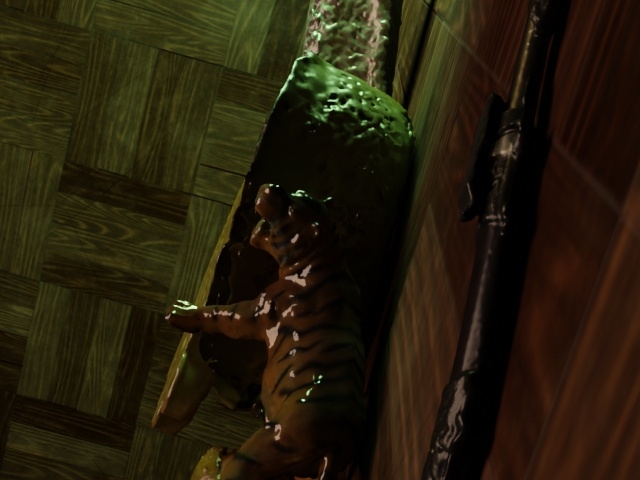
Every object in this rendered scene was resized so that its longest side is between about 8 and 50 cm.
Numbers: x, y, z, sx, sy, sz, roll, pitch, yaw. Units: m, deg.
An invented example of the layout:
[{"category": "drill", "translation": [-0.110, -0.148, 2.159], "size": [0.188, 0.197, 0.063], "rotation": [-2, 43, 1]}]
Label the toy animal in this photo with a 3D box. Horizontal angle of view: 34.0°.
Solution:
[{"category": "toy animal", "translation": [-0.010, 0.099, 0.560], "size": [0.116, 0.114, 0.255], "rotation": [-40, 36, 29]}]

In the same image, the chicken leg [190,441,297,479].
[{"category": "chicken leg", "translation": [-0.054, 0.236, 0.689], "size": [0.107, 0.087, 0.252], "rotation": [-54, -24, -62]}]

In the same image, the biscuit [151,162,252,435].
[{"category": "biscuit", "translation": [-0.081, 0.034, 0.929], "size": [0.202, 0.044, 0.289], "rotation": [123, 165, -55]}]

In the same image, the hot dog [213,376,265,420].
[{"category": "hot dog", "translation": [-0.044, 0.097, 1.035], "size": [0.269, 0.109, 0.072], "rotation": [-83, 2, -67]}]

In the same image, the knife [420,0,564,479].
[{"category": "knife", "translation": [0.053, -0.008, 0.328], "size": [0.045, 0.021, 0.222], "rotation": [101, -176, -77]}]

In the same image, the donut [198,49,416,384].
[{"category": "donut", "translation": [0.000, 0.000, 0.770], "size": [0.272, 0.107, 0.272], "rotation": [18, -90, -87]}]

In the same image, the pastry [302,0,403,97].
[{"category": "pastry", "translation": [0.032, -0.170, 0.954], "size": [0.103, 0.112, 0.265], "rotation": [69, -144, -80]}]
